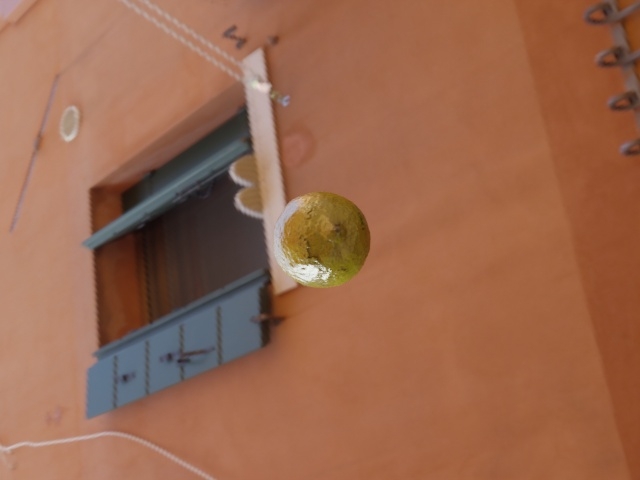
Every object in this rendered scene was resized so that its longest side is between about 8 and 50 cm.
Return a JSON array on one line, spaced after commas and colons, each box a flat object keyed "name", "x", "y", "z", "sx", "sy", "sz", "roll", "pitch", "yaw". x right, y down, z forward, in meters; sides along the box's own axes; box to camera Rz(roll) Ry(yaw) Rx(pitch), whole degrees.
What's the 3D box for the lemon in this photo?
[{"name": "lemon", "x": 0.000, "y": 0.000, "z": 0.618, "sx": 0.062, "sy": 0.083, "sz": 0.062, "roll": 2, "pitch": -100, "yaw": -12}]
